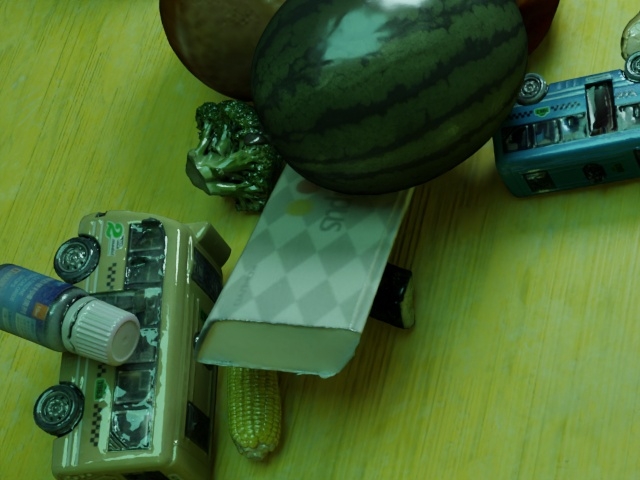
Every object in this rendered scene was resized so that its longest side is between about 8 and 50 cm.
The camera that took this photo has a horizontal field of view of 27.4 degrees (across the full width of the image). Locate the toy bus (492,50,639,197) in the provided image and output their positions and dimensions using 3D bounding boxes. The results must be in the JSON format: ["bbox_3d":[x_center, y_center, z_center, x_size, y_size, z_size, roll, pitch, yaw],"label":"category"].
[{"bbox_3d":[0.338,-0.137,1.621,0.246,0.113,0.134,-9,63,21],"label":"toy bus"}]

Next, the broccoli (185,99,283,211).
[{"bbox_3d":[-0.116,-0.115,1.797,0.138,0.162,0.145,-34,20,-27],"label":"broccoli"}]

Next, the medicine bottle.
[{"bbox_3d":[-0.314,0.092,1.579,0.203,0.083,0.083,18,70,25],"label":"medicine bottle"}]

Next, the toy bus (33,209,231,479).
[{"bbox_3d":[-0.228,0.144,1.673,0.201,0.177,0.366,-7,62,16],"label":"toy bus"}]

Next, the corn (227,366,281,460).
[{"bbox_3d":[-0.086,0.180,1.650,0.067,0.067,0.206,-16,57,15],"label":"corn"}]

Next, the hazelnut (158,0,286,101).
[{"bbox_3d":[-0.055,-0.351,1.809,0.372,0.315,0.372,-25,26,13],"label":"hazelnut"}]

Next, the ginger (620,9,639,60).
[{"bbox_3d":[0.427,-0.272,1.664,0.068,0.095,0.190,15,50,32],"label":"ginger"}]

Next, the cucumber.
[{"bbox_3d":[0.026,0.040,1.682,0.241,0.074,0.074,23,73,34],"label":"cucumber"}]

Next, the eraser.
[{"bbox_3d":[0.000,0.000,1.613,0.213,0.082,0.397,4,40,17],"label":"eraser"}]

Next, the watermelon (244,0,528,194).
[{"bbox_3d":[0.070,-0.197,1.555,0.359,0.279,0.279,-27,54,0],"label":"watermelon"}]

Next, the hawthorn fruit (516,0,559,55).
[{"bbox_3d":[0.222,-0.361,1.756,0.224,0.224,0.261,-1,43,23],"label":"hawthorn fruit"}]
